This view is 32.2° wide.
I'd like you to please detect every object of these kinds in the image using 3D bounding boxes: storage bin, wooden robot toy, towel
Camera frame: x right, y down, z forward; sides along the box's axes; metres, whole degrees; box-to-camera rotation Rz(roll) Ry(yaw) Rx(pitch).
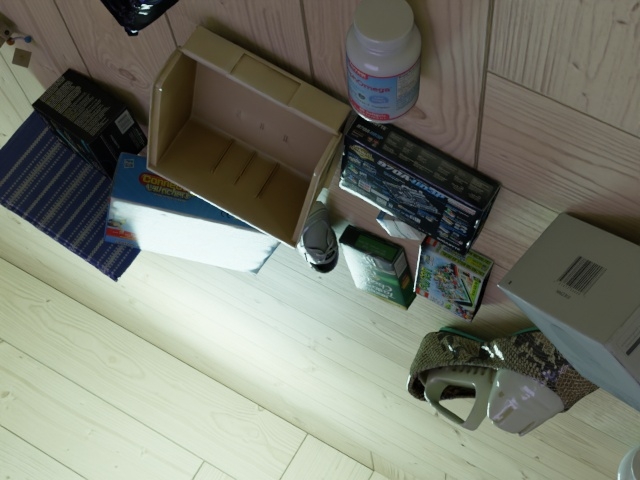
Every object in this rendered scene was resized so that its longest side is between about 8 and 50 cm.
[{"bbox_3d":[-0.105,-0.147,1.601,0.262,0.123,0.260,29,154,4],"label":"storage bin"},{"bbox_3d":[-0.590,-0.369,1.968,0.173,0.076,0.079,41,170,-21],"label":"wooden robot toy"},{"bbox_3d":[-0.466,-0.101,2.148,0.336,0.243,0.040,34,156,-4],"label":"towel"}]

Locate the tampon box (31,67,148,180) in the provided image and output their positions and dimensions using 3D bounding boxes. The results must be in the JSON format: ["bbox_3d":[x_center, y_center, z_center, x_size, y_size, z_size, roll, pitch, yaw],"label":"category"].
[{"bbox_3d":[-0.412,-0.209,1.989,0.161,0.101,0.120,34,163,28],"label":"tampon box"}]

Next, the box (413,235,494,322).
[{"bbox_3d":[0.212,0.060,1.791,0.114,0.036,0.207,28,161,13],"label":"box"}]

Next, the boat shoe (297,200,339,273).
[{"bbox_3d":[-0.001,0.001,1.891,0.081,0.079,0.227,50,173,16],"label":"boat shoe"}]

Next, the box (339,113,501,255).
[{"bbox_3d":[0.133,-0.077,1.558,0.220,0.051,0.175,30,161,10],"label":"box"}]

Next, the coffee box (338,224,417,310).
[{"bbox_3d":[0.102,0.050,1.933,0.113,0.040,0.184,24,159,23],"label":"coffee box"}]

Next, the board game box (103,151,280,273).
[{"bbox_3d":[-0.229,-0.041,2.005,0.308,0.086,0.302,13,164,-10],"label":"board game box"}]

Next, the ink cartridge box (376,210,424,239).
[{"bbox_3d":[0.133,-0.027,1.716,0.083,0.028,0.048,8,149,50],"label":"ink cartridge box"}]

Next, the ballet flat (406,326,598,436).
[{"bbox_3d":[0.302,0.245,1.878,0.164,0.182,0.483,41,159,-20],"label":"ballet flat"}]

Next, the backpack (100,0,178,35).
[{"bbox_3d":[-0.220,-0.356,1.295,0.173,0.158,0.117,46,152,-3],"label":"backpack"}]

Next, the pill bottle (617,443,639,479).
[{"bbox_3d":[0.599,0.443,1.948,0.146,0.146,0.264,22,159,28],"label":"pill bottle"}]

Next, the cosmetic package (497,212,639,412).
[{"bbox_3d":[0.386,0.107,1.401,0.225,0.138,0.224,46,174,-30],"label":"cosmetic package"}]

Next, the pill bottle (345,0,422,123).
[{"bbox_3d":[0.073,-0.209,1.273,0.087,0.087,0.160,27,160,15],"label":"pill bottle"}]
